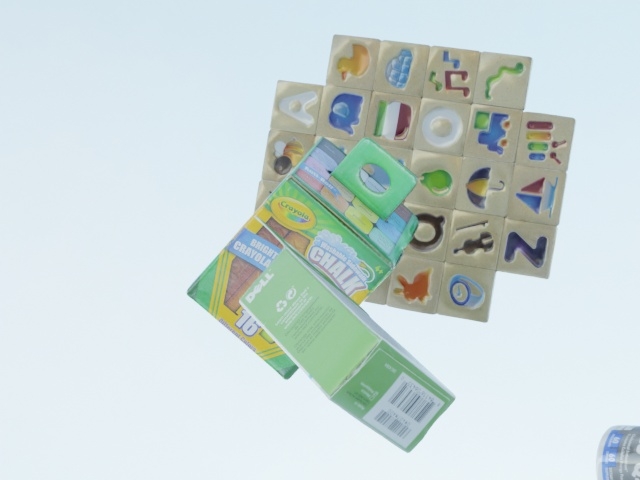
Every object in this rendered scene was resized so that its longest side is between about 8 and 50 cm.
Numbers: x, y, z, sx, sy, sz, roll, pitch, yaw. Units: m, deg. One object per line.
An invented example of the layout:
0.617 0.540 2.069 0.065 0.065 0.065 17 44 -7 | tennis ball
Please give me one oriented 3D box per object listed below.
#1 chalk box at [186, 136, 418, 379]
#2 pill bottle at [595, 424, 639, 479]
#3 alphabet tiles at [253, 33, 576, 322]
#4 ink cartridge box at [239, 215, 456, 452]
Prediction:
0.000 0.000 1.621 0.132 0.132 0.213 40 -65 -2 | chalk box
0.338 0.215 1.628 0.137 0.078 0.078 -3 -19 39 | pill bottle
0.095 -0.069 1.843 0.342 0.285 0.011 9 0 21 | alphabet tiles
0.006 0.073 1.369 0.062 0.209 0.109 -49 -48 2 | ink cartridge box
